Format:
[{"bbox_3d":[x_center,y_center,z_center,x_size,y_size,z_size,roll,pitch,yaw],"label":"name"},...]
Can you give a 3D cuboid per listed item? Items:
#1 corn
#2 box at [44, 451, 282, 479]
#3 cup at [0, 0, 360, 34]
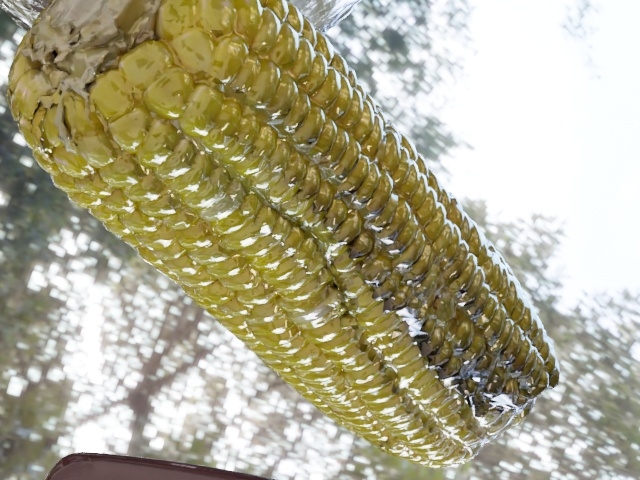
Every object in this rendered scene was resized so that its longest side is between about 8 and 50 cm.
[{"bbox_3d":[0.000,0.000,0.388,0.072,0.203,0.072,-19,-131,23],"label":"corn"},{"bbox_3d":[-0.037,0.220,0.731,0.294,0.167,0.193,2,-125,39],"label":"box"},{"bbox_3d":[-0.056,-0.142,0.561,0.227,0.257,0.301,-15,-87,2],"label":"cup"}]
